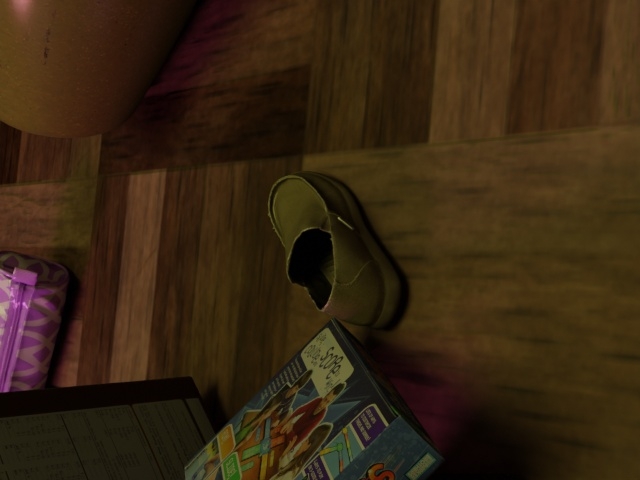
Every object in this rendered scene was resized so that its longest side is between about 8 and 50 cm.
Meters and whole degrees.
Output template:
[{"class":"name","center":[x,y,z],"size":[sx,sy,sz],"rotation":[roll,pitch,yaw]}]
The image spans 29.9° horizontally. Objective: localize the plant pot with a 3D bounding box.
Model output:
[{"class":"plant pot","center":[-0.198,-0.237,0.939],"size":[0.274,0.275,0.293],"rotation":[58,144,42]}]

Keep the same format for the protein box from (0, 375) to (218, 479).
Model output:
[{"class":"protein box","center":[-0.189,0.215,0.848],"size":[0.199,0.201,0.136],"rotation":[-55,51,33]}]

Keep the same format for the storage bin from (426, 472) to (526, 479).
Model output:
[{"class":"storage bin","center":[0.055,0.218,0.623],"size":[0.122,0.084,0.180],"rotation":[-31,58,47]}]

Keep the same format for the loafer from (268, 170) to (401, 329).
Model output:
[{"class":"loafer","center":[0.000,0.000,0.769],"size":[0.148,0.050,0.056],"rotation":[49,123,46]}]

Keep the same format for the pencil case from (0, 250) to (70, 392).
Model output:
[{"class":"pencil case","center":[-0.296,0.113,1.125],"size":[0.088,0.086,0.206],"rotation":[-85,9,-79]}]

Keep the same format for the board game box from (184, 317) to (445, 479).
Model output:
[{"class":"board game box","center":[-0.014,0.122,0.657],"size":[0.136,0.035,0.201],"rotation":[-45,13,2]}]
